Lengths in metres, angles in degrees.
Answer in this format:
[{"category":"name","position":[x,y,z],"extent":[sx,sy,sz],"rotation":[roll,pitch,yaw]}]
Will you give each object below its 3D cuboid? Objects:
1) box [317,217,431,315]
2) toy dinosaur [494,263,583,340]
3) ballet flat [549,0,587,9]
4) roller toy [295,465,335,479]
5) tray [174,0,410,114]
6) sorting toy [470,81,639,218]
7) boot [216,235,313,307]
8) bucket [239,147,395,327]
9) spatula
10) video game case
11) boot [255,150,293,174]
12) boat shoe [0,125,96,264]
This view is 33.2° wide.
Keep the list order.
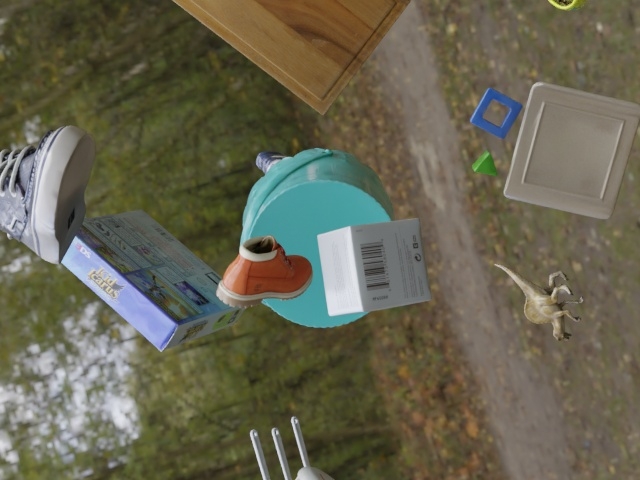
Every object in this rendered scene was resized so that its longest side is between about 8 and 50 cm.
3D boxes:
[{"category":"box","position":[0.063,0.032,1.270],"extent":[0.087,0.102,0.101],"rotation":[-16,82,61]},{"category":"toy dinosaur","position":[0.376,0.096,1.794],"extent":[0.183,0.092,0.053],"rotation":[49,-158,-7]},{"category":"ballet flat","position":[0.275,-0.394,1.372],"extent":[0.231,0.077,0.077],"rotation":[56,-142,-12]},{"category":"roller toy","position":[0.001,0.469,1.709],"extent":[0.209,0.146,0.191],"rotation":[38,176,46]},{"category":"tray","position":[-0.099,-0.381,1.491],"extent":[0.411,0.203,0.076],"rotation":[36,-170,-12]},{"category":"sorting toy","position":[0.402,-0.144,1.716],"extent":[0.047,0.347,0.196],"rotation":[-86,9,-74]},{"category":"boot","position":[-0.056,0.030,1.349],"extent":[0.059,0.158,0.084],"rotation":[35,117,28]},{"category":"bucket","position":[0.000,0.000,1.737],"extent":[0.183,0.281,0.281],"rotation":[-95,-10,-76]},{"category":"spatula","position":[-0.064,0.491,2.199],"extent":[0.019,0.168,0.242],"rotation":[-22,82,43]},{"category":"video game case","position":[-0.284,0.059,1.790],"extent":[0.269,0.061,0.244],"rotation":[39,-162,15]},{"category":"boot","position":[-0.028,-0.127,2.037],"extent":[0.069,0.190,0.086],"rotation":[-64,33,14]},{"category":"boat shoe","position":[-0.398,-0.075,1.423],"extent":[0.340,0.158,0.127],"rotation":[125,169,-63]}]
